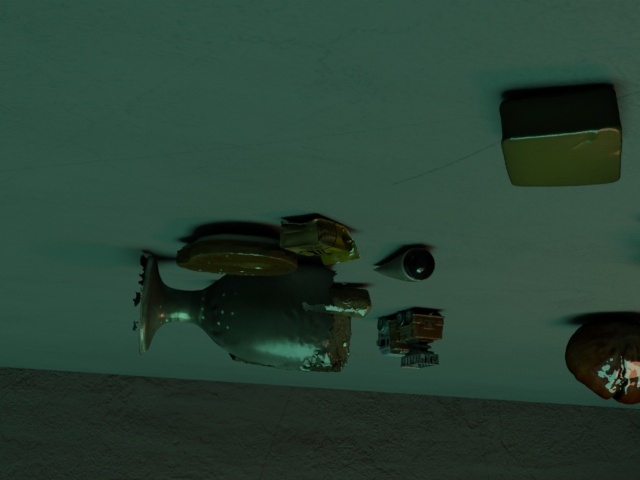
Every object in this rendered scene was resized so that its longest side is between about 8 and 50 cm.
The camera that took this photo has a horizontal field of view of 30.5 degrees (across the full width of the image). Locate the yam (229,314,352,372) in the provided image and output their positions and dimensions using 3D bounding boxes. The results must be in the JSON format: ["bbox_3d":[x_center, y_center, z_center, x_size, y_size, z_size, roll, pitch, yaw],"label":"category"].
[{"bbox_3d":[-0.062,0.186,2.331,0.254,0.154,0.154,5,166,-1],"label":"yam"}]

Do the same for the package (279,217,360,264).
[{"bbox_3d":[0.000,0.000,1.758,0.071,0.047,0.131,-10,164,32],"label":"package"}]

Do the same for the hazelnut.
[{"bbox_3d":[0.626,0.252,2.476,0.212,0.181,0.181,12,-173,-1],"label":"hazelnut"}]

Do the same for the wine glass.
[{"bbox_3d":[-0.135,0.121,1.998,0.357,0.190,0.190,7,166,-4],"label":"wine glass"}]

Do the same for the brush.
[{"bbox_3d":[0.261,-0.107,1.272,0.123,0.059,0.197,-5,166,12],"label":"brush"}]

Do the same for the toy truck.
[{"bbox_3d":[0.186,0.212,2.477,0.080,0.115,0.177,7,167,-24],"label":"toy truck"}]

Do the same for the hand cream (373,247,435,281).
[{"bbox_3d":[0.146,0.046,1.944,0.087,0.054,0.186,7,172,-7],"label":"hand cream"}]

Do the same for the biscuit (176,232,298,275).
[{"bbox_3d":[-0.125,0.019,1.842,0.181,0.049,0.208,6,167,-18],"label":"biscuit"}]

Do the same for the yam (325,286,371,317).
[{"bbox_3d":[-0.054,0.112,2.195,0.299,0.066,0.066,1,166,2],"label":"yam"}]
